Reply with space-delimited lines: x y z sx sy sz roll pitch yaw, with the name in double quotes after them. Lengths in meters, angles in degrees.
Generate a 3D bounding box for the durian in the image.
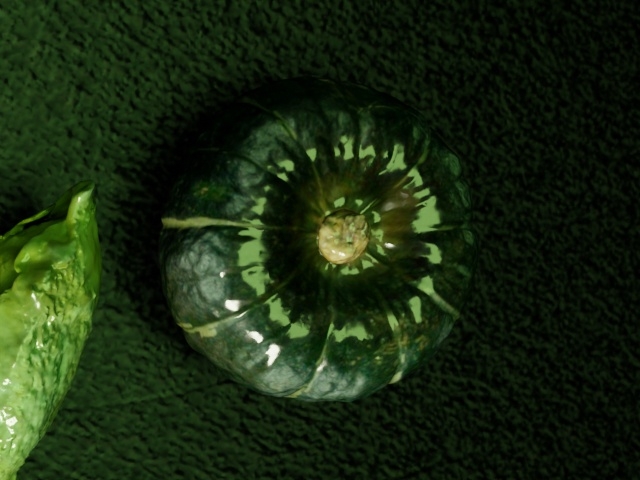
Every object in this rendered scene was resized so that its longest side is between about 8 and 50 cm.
-0.219 0.073 1.422 0.101 0.139 0.250 24 86 -28 "durian"

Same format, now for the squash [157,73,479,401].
0.000 0.000 1.490 0.252 0.165 0.252 -2 96 -20 "squash"
